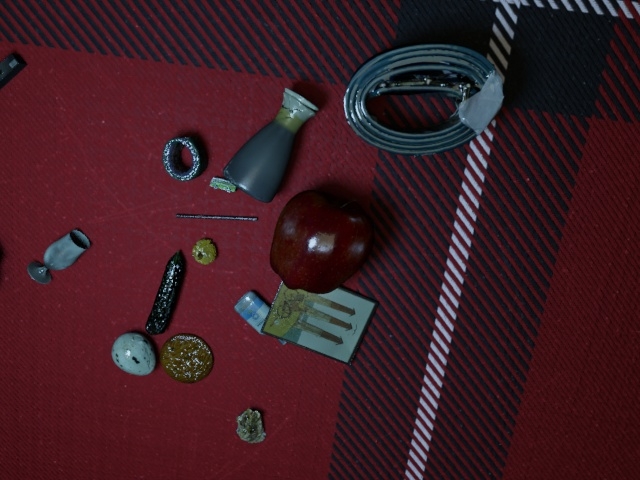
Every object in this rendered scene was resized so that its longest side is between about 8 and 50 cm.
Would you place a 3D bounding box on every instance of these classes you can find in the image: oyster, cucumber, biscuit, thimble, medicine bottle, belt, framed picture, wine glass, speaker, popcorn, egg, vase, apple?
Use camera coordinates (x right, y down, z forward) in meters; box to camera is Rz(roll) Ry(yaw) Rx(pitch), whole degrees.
[{"bbox_3d":[-0.252,0.651,1.848,0.108,0.053,0.165,5,111,14],"label":"oyster"},{"bbox_3d":[-0.508,0.174,1.739,0.072,0.072,0.300,21,105,-1],"label":"cucumber"},{"bbox_3d":[-0.465,0.410,1.816,0.188,0.027,0.187,1,104,4],"label":"biscuit"},{"bbox_3d":[-0.417,-0.253,1.618,0.119,0.090,0.135,-9,102,6],"label":"thimble"},{"bbox_3d":[-0.187,0.263,1.745,0.090,0.053,0.208,-44,98,9],"label":"medicine bottle"},{"bbox_3d":[0.284,-0.400,1.489,0.437,0.173,0.300,-2,112,8],"label":"belt"},{"bbox_3d":[-0.003,0.250,1.722,0.324,0.013,0.244,22,99,-7],"label":"framed picture"},{"bbox_3d":[-0.858,0.052,1.726,0.202,0.093,0.093,-35,99,11],"label":"wine glass"},{"bbox_3d":[-0.998,-0.502,1.624,0.191,0.046,0.040,-35,99,12],"label":"speaker"},{"bbox_3d":[-0.380,0.040,1.693,0.084,0.084,0.084,1,104,4],"label":"popcorn"},{"bbox_3d":[-0.623,0.384,1.771,0.131,0.131,0.164,-42,108,12],"label":"egg"},{"bbox_3d":[-0.137,-0.284,1.558,0.173,0.173,0.321,34,99,-4],"label":"vase"},{"bbox_3d":[0.000,0.000,1.559,0.288,0.288,0.316,30,112,-3],"label":"apple"}]

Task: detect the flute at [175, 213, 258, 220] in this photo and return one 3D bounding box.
[{"bbox_3d":[-0.336,-0.075,1.695,0.270,0.014,0.014,2,104,4],"label":"flute"}]

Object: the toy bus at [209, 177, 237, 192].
[{"bbox_3d":[-0.305,-0.175,1.660,0.083,0.031,0.037,14,97,1],"label":"toy bus"}]
